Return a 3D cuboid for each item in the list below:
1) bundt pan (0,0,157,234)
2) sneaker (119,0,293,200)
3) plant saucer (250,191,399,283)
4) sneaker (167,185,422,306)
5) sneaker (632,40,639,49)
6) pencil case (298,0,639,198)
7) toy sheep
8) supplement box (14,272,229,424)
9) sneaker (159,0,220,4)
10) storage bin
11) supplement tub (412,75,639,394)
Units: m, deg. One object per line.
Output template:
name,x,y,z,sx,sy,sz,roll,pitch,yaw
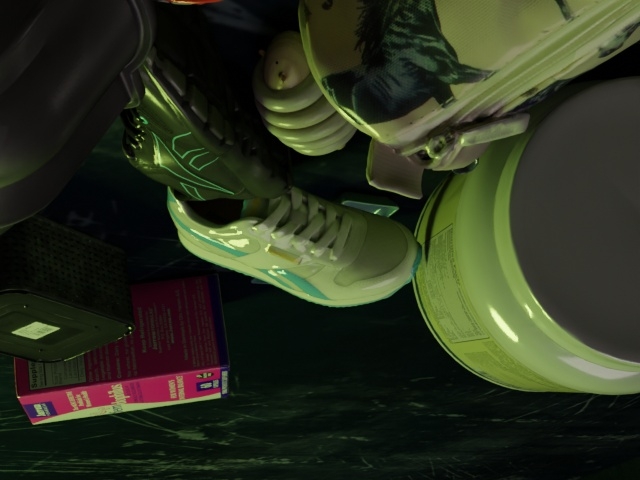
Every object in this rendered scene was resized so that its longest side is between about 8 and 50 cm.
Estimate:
bundt pan,-0.249,-0.102,0.514,0.331,0.124,0.331,15,151,8
sneaker,-0.105,-0.087,0.817,0.106,0.101,0.267,-13,155,14
plant saucer,0.000,0.000,1.160,0.067,0.018,0.192,5,152,-33
sneaker,-0.026,-0.007,0.964,0.228,0.087,0.092,12,157,13
sneaker,0.271,-0.169,0.830,0.121,0.111,0.300,5,158,8
pencil case,0.170,-0.186,0.619,0.160,0.183,0.410,11,147,-41
toy sheep,-0.004,-0.108,0.835,0.091,0.091,0.132,-18,142,15
supplement box,-0.213,0.117,1.209,0.220,0.114,0.111,-6,157,-7
sneaker,-0.016,-0.191,0.566,0.270,0.145,0.090,-6,156,-14
storage bin,-0.274,0.048,1.059,0.122,0.084,0.180,-23,153,23
supplement tub,0.210,0.006,0.908,0.235,0.235,0.325,-9,174,-6
